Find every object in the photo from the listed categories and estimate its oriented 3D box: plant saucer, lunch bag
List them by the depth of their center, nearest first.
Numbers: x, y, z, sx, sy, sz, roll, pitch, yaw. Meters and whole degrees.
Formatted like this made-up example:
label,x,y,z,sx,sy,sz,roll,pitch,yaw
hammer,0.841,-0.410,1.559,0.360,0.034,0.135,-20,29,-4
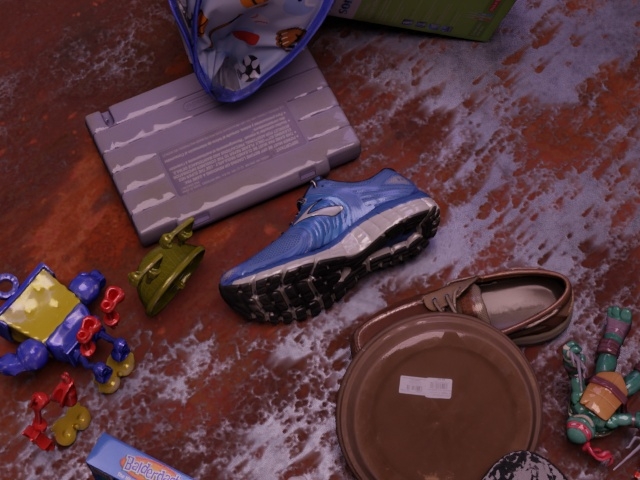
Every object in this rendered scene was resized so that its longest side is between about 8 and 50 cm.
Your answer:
label,x,y,z,sx,sy,sz,roll,pitch,yaw
plant saucer,0.159,0.233,1.792,0.278,0.041,0.277,0,93,-3
lunch bag,-0.102,-0.434,1.938,0.239,0.385,0.327,9,44,-18

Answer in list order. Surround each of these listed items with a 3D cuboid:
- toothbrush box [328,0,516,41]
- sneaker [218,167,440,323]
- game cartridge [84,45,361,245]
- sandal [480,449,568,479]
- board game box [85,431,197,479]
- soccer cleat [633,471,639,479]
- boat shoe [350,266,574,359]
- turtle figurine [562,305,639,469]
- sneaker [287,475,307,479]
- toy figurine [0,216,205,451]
label,x,y,z,sx,sy,sz,roll,pitch,yaw
toothbrush box,0.153,-0.418,2.031,0.283,0.206,0.122,6,65,-12
sneaker,0.000,0.000,1.932,0.330,0.129,0.147,-26,54,-15
game cartridge,-0.143,-0.150,2.020,0.355,0.068,0.230,-23,72,-11
sandal,0.240,0.468,1.659,0.168,0.107,0.445,14,66,1
board game box,-0.205,0.325,1.719,0.160,0.210,0.047,26,67,10
soccer cleat,0.478,0.286,1.828,0.076,0.068,0.196,30,69,-4
boat shoe,0.196,0.101,1.875,0.324,0.116,0.123,-17,67,-8
turtle figurine,0.387,0.201,1.833,0.175,0.118,0.234,40,55,1
sneaker,-0.084,0.403,1.753,0.115,0.090,0.232,17,66,11
toy figurine,-0.348,0.077,1.850,0.217,0.191,0.362,30,68,18
